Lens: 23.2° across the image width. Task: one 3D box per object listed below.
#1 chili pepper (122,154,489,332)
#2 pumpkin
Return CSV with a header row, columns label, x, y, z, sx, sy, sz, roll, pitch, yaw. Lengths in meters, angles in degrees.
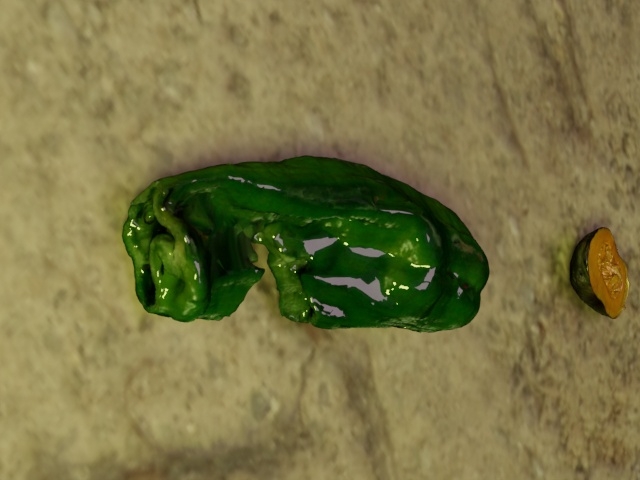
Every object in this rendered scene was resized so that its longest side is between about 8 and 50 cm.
label,x,y,z,sx,sy,sz,roll,pitch,yaw
chili pepper,0.000,0.002,0.885,0.253,0.083,0.099,5,92,-42
pumpkin,0.197,0.025,1.123,0.083,0.028,0.050,52,50,-40
